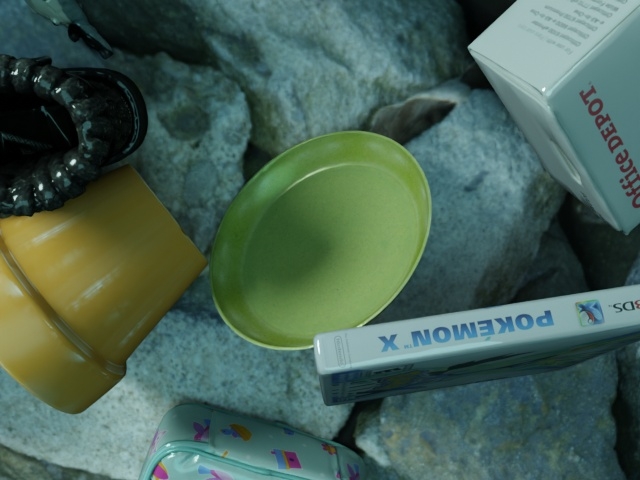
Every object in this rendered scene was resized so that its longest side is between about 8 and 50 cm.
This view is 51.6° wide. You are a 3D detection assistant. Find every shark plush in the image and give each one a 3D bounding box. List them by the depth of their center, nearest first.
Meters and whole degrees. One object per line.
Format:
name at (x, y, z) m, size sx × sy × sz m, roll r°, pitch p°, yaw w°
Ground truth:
shark plush at (-0.250, -0.249, 0.628) m, size 0.067 × 0.073 × 0.161 m, roll -43°, pitch 102°, yaw -22°

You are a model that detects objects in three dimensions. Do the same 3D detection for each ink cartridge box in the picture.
ink cartridge box at (0.327, -0.192, 0.611) m, size 0.307 × 0.129 × 0.223 m, roll -43°, pitch 130°, yaw 8°

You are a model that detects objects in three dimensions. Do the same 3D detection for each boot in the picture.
boot at (-0.327, -0.074, 0.565) m, size 0.348 × 0.260 × 0.131 m, roll -18°, pitch 107°, yaw 1°

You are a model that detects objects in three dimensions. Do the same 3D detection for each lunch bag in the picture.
lunch bag at (-0.085, 0.333, 0.789) m, size 0.279 × 0.108 × 0.224 m, roll 20°, pitch 105°, yaw -10°

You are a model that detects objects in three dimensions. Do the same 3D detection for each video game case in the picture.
video game case at (0.146, 0.113, 0.647) m, size 0.300 × 0.329 × 0.036 m, roll -9°, pitch 71°, yaw -2°

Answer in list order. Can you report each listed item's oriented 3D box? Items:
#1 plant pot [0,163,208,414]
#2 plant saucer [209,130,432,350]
plant pot at (-0.223, 0.030, 0.652) m, size 0.188 × 0.205 × 0.205 m, roll -39°, pitch 107°, yaw -9°
plant saucer at (0.000, 0.000, 0.651) m, size 0.241 × 0.241 × 0.037 m, roll -36°, pitch 138°, yaw 7°
